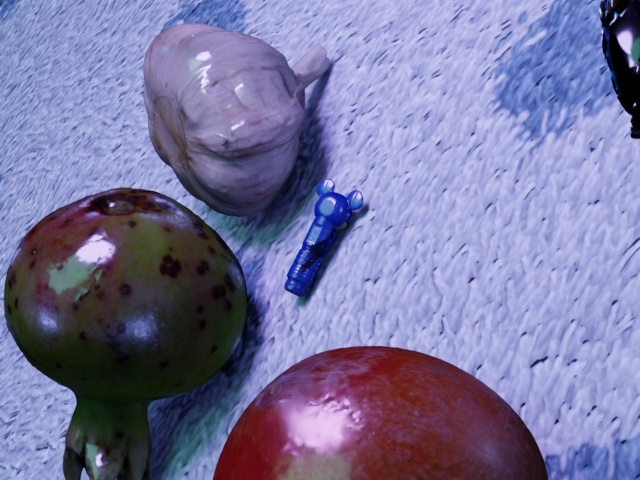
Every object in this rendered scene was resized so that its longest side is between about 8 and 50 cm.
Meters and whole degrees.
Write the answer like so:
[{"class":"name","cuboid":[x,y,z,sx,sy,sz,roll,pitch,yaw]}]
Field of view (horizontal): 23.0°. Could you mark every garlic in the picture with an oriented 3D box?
[{"class":"garlic","cuboid":[-0.070,-0.147,1.685,0.212,0.219,0.218,-26,25,-24]}]

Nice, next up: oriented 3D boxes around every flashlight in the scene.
[{"class":"flashlight","cuboid":[0.000,0.000,1.575,0.057,0.035,0.121,23,86,31]}]

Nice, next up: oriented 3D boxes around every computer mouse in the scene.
[{"class":"computer mouse","cuboid":[0.281,-0.184,1.290,0.077,0.146,0.242,-9,58,29]}]

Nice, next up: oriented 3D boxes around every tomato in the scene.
[{"class":"tomato","cuboid":[0.037,0.203,1.178,0.265,0.265,0.265,-31,42,33]}]

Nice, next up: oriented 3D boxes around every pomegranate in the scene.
[{"class":"pomegranate","cuboid":[-0.184,0.098,1.602,0.242,0.306,0.242,-16,9,3]}]
